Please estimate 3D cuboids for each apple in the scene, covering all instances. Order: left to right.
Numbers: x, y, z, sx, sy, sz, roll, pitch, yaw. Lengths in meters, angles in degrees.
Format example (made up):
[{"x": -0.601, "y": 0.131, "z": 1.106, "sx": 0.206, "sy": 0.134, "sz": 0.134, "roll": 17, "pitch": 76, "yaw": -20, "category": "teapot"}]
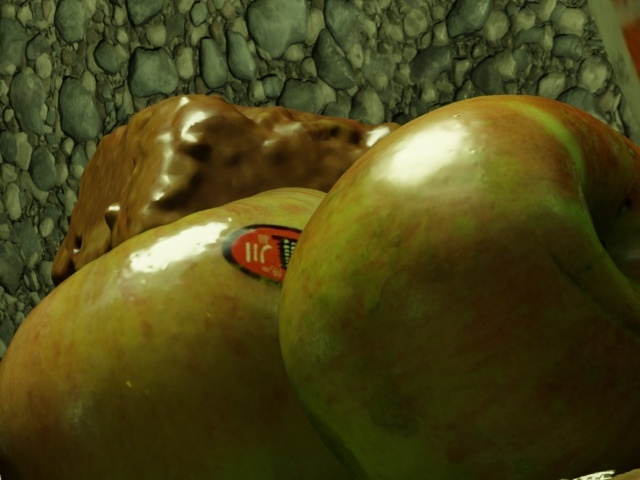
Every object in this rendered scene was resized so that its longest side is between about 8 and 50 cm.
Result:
[{"x": -0.058, "y": 0.084, "z": 1.040, "sx": 0.261, "sy": 0.194, "sz": 0.261, "roll": -23, "pitch": -1, "yaw": 0, "category": "apple"}, {"x": 0.080, "y": 0.037, "z": 0.839, "sx": 0.196, "sy": 0.196, "sz": 0.196, "roll": -20, "pitch": 0, "yaw": 0, "category": "apple"}]

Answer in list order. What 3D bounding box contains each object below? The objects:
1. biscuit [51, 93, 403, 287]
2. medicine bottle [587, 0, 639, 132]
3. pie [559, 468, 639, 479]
[{"x": 0.000, "y": 0.000, "z": 1.543, "sx": 0.395, "sy": 0.166, "sz": 0.343, "roll": 13, "pitch": -13, "yaw": -18, "category": "biscuit"}, {"x": 0.211, "y": -0.111, "z": 0.732, "sx": 0.211, "sy": 0.371, "sz": 0.211, "roll": -20, "pitch": -2, "yaw": -1, "category": "medicine bottle"}, {"x": 0.075, "y": 0.110, "z": 0.587, "sx": 0.195, "sy": 0.046, "sz": 0.195, "roll": -19, "pitch": 1, "yaw": 0, "category": "pie"}]
